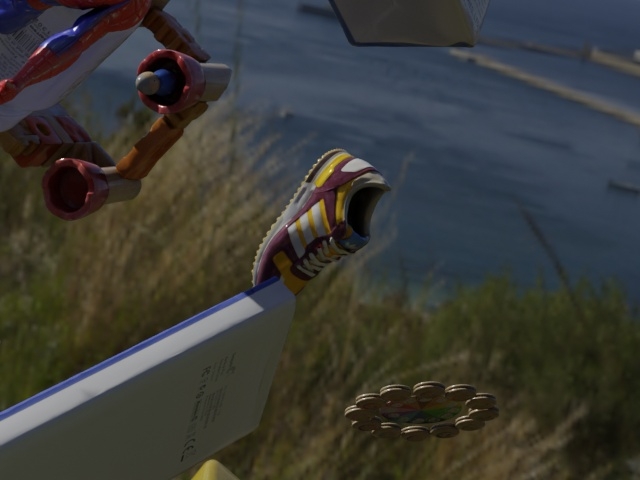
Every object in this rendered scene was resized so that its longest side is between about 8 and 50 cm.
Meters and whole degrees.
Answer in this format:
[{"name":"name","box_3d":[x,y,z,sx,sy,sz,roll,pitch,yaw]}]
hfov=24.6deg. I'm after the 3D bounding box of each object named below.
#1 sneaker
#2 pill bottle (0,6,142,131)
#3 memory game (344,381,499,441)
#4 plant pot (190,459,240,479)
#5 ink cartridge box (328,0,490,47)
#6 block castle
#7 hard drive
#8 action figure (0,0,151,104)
[{"name":"sneaker","box_3d":[0.000,0.000,1.504,0.084,0.185,0.069,34,10,37]},{"name":"pill bottle","box_3d":[-0.282,-0.202,1.445,0.131,0.131,0.229,1,-25,-42]},{"name":"memory game","box_3d":[0.121,0.206,1.748,0.186,0.012,0.186,-1,-27,0]},{"name":"plant pot","box_3d":[-0.132,0.442,1.880,0.212,0.212,0.187,40,3,-2]},{"name":"ink cartridge box","box_3d":[0.108,-0.425,1.459,0.151,0.395,0.270,8,-28,26]},{"name":"block castle","box_3d":[-0.374,-0.276,2.026,0.453,0.303,0.213,50,22,12]},{"name":"hard drive","box_3d":[-0.171,0.168,1.292,0.319,0.210,0.040,-26,60,-34]},{"name":"action figure","box_3d":[-0.192,-0.129,0.794,0.139,0.091,0.280,-35,22,-33]}]
